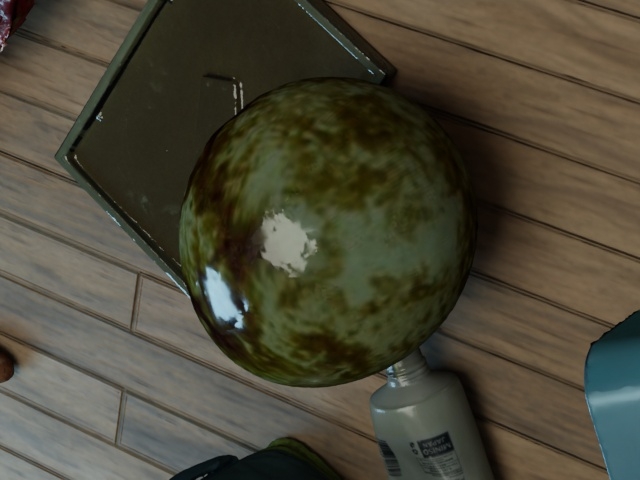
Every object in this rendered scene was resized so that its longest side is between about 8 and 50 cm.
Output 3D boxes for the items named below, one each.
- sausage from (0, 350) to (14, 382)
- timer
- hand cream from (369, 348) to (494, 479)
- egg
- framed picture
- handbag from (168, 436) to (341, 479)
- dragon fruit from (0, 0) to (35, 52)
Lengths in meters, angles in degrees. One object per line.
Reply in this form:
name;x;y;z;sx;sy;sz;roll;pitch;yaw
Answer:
sausage;-0.391;0.121;1.959;0.186;0.043;0.043;2;105;33
timer;0.297;0.163;1.405;0.091;0.232;0.250;-9;100;32
hand cream;0.118;0.242;1.657;0.124;0.078;0.340;-8;107;34
egg;0.000;0.000;1.549;0.238;0.238;0.289;50;145;11
framed picture;-0.094;-0.109;1.706;0.232;0.024;0.315;45;122;14
handbag;-0.093;0.326;1.703;0.222;0.241;0.263;45;122;14
dragon fruit;-0.345;-0.255;1.759;0.262;0.163;0.189;-23;57;40
